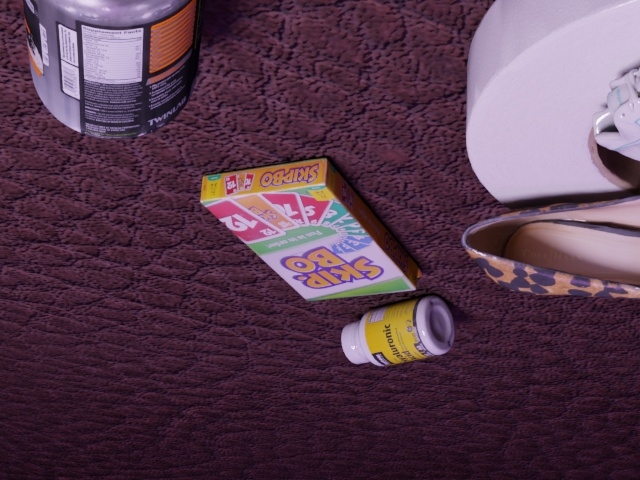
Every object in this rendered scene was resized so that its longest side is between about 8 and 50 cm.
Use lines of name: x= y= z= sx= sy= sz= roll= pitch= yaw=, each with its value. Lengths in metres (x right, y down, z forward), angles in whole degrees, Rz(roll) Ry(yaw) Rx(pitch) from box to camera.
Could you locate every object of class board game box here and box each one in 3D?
board game box: x=0.000 y=0.000 z=1.208 sx=0.124 sy=0.039 sz=0.259 roll=-7 pitch=155 yaw=23

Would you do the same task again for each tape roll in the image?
tape roll: x=0.300 y=-0.099 z=0.910 sx=0.392 sy=0.072 sz=0.392 roll=3 pitch=154 yaw=1

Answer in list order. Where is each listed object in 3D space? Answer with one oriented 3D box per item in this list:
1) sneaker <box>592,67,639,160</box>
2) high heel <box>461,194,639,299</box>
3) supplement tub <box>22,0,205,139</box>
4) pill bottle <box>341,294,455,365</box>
sneaker: x=0.218 y=-0.090 z=0.798 sx=0.061 sy=0.054 sz=0.152 roll=9 pitch=155 yaw=-4
high heel: x=0.235 y=-0.002 z=0.924 sx=0.186 sy=0.093 sz=0.261 roll=9 pitch=164 yaw=-25
supplement tub: x=-0.131 y=-0.157 z=0.800 sx=0.117 sy=0.117 sz=0.190 roll=7 pitch=154 yaw=-6
pill bottle: x=0.082 y=0.101 z=1.367 sx=0.116 sy=0.065 sz=0.065 roll=-17 pitch=148 yaw=37
